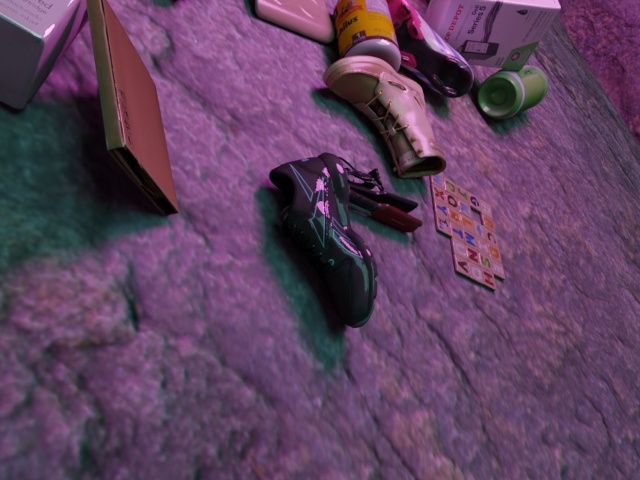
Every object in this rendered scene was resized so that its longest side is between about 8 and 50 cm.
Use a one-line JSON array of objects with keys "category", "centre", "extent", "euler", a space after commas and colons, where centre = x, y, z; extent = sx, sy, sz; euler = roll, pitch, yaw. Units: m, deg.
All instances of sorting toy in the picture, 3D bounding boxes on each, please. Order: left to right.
[{"category": "sorting toy", "centre": [-0.070, -0.498, 1.054], "extent": [0.193, 0.038, 0.208], "euler": [4, 66, -41]}]

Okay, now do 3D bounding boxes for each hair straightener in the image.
[{"category": "hair straightener", "centre": [0.078, -0.084, 0.912], "extent": [0.231, 0.047, 0.089], "euler": [17, 53, -30]}]

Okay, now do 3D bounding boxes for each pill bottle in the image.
[{"category": "pill bottle", "centre": [0.089, -0.426, 1.087], "extent": [0.117, 0.117, 0.214], "euler": [16, 54, -35]}]

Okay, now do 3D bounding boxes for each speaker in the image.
[{"category": "speaker", "centre": [0.547, -0.421, 1.504], "extent": [0.297, 0.131, 0.131], "euler": [-28, 84, -49]}]

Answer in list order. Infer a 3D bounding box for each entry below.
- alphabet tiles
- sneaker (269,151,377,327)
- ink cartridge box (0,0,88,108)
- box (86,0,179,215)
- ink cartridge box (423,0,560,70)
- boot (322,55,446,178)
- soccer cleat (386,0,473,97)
[{"category": "alphabet tiles", "centre": [0.303, -0.018, 1.096], "extent": [0.198, 0.009, 0.237], "euler": [25, 49, -30]}, {"category": "sneaker", "centre": [0.000, 0.000, 0.757], "extent": [0.106, 0.101, 0.267], "euler": [-6, 65, -24]}, {"category": "ink cartridge box", "centre": [-0.356, -0.343, 0.612], "extent": [0.207, 0.119, 0.353], "euler": [27, 48, -24]}, {"category": "box", "centre": [-0.212, -0.147, 0.613], "extent": [0.021, 0.164, 0.201], "euler": [-16, 69, -2]}, {"category": "ink cartridge box", "centre": [0.411, -0.547, 1.330], "extent": [0.273, 0.198, 0.114], "euler": [2, 61, -9]}, {"category": "boot", "centre": [0.129, -0.227, 1.013], "extent": [0.262, 0.095, 0.203], "euler": [8, 60, -44]}, {"category": "soccer cleat", "centre": [0.219, -0.457, 1.254], "extent": [0.331, 0.116, 0.143], "euler": [39, 21, -14]}]
